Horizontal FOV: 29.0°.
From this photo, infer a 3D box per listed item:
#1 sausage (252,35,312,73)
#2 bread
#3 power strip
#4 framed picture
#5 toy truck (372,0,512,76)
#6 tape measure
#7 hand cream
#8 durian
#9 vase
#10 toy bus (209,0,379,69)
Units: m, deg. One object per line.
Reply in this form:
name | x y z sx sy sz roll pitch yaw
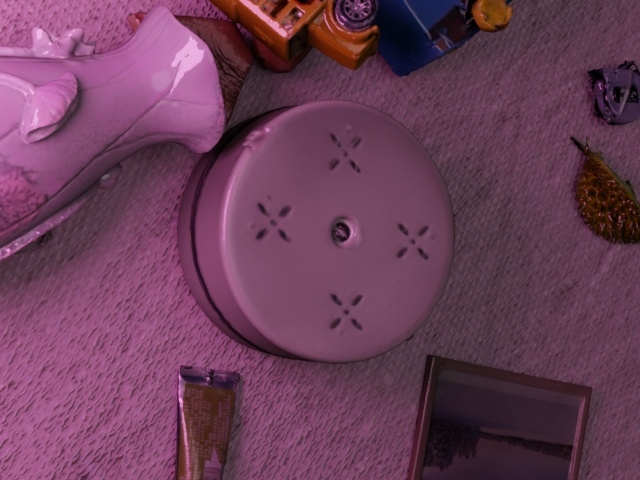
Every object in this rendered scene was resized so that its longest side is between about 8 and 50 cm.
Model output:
sausage | 0.032 -0.404 1.672 0.094 0.094 0.419 25 73 18
bread | -0.150 -0.226 1.587 0.119 0.067 0.192 -30 101 -14
power strip | 0.000 0.000 1.604 0.358 0.161 0.357 1 89 -27
framed picture | 0.263 0.294 1.804 0.289 0.016 0.213 14 82 -25
toy truck | 0.228 -0.393 1.732 0.385 0.161 0.162 -43 101 -21
tape measure | 0.458 -0.225 1.897 0.091 0.054 0.094 -16 93 -20
hand cream | -0.152 0.281 1.587 0.086 0.055 0.235 11 76 -28
durian | 0.443 -0.063 1.887 0.215 0.086 0.100 49 36 -20
vase | -0.329 -0.120 1.410 0.445 0.250 0.250 -25 99 -27
toy bus | -0.077 -0.328 1.535 0.335 0.121 0.123 41 81 5
